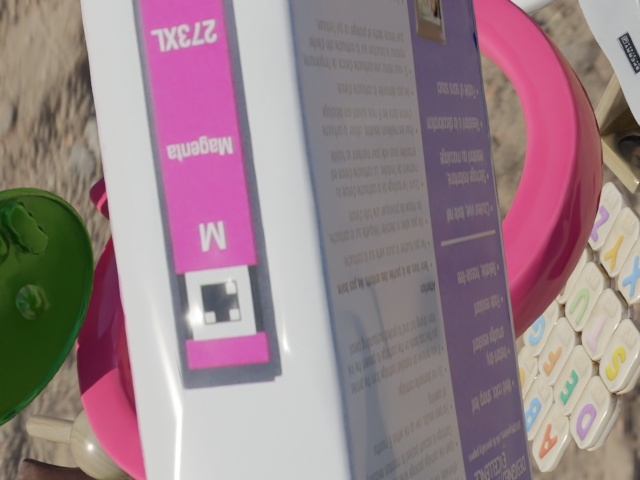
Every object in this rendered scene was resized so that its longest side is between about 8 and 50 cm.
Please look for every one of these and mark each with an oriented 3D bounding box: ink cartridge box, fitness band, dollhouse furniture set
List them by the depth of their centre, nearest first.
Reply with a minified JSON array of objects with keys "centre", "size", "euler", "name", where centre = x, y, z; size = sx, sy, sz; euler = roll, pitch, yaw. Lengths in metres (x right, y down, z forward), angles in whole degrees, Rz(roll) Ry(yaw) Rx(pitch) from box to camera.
[{"centre":[0.003,-0.024,0.483],"size":[0.069,0.176,0.371],"euler":[-9,90,20],"name":"ink cartridge box"},{"centre":[0.000,0.000,0.814],"size":[0.291,0.054,0.209],"euler":[-43,58,7],"name":"fitness band"},{"centre":[0.296,-0.076,1.151],"size":[0.144,0.123,0.151],"euler":[-13,51,-32],"name":"dollhouse furniture set"}]

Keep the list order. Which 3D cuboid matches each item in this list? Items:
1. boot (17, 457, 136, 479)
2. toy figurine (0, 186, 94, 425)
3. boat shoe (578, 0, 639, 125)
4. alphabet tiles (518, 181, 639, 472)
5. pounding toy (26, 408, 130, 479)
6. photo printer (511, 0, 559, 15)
[{"centre":[-0.228,0.251,1.711],"size":[0.207,0.090,0.248],"euler":[16,102,31],"name":"boot"},{"centre":[-0.216,-0.006,0.806],"size":[0.159,0.173,0.130],"euler":[27,66,30],"name":"toy figurine"},{"centre":[0.141,-0.093,0.726],"size":[0.035,0.035,0.100],"euler":[-12,76,-41],"name":"boat shoe"},{"centre":[0.267,0.089,1.769],"size":[0.021,0.284,0.278],"euler":[15,115,-19],"name":"alphabet tiles"},{"centre":[-0.122,0.226,1.123],"size":[0.110,0.183,0.237],"euler":[0,82,-22],"name":"pounding toy"},{"centre":[0.116,-0.291,1.340],"size":[0.256,0.107,0.308],"euler":[-19,49,17],"name":"photo printer"}]
